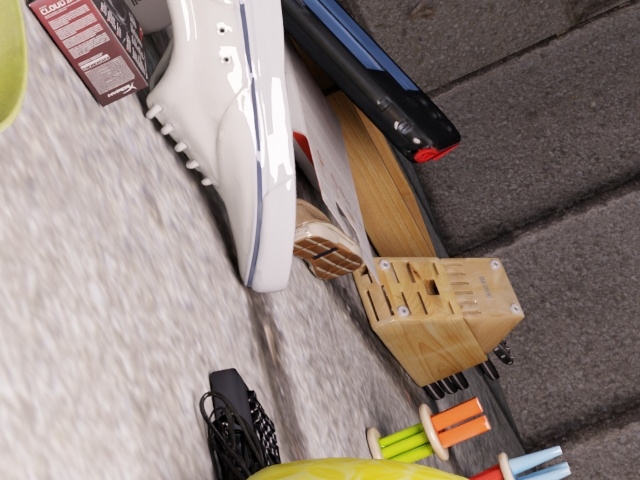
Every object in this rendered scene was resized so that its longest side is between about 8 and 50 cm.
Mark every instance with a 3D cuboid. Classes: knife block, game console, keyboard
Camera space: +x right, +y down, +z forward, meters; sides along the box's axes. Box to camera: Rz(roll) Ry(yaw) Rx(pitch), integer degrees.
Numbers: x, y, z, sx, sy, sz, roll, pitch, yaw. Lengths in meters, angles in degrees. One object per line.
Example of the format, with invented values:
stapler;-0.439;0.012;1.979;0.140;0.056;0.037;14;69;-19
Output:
knife block;0.126;0.123;1.386;0.276;0.242;0.088;1;53;-30
game console;0.002;-0.234;1.209;0.386;0.060;0.342;46;9;3
keyboard;-0.018;0.145;0.556;0.100;0.038;0.192;57;12;-45

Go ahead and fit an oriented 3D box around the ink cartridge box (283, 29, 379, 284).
ink cartridge box;-0.011;-0.083;1.170;0.189;0.066;0.232;54;23;-54

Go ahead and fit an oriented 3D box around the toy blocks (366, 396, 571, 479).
toy blocks;0.123;0.181;0.927;0.054;0.148;0.123;58;13;-45

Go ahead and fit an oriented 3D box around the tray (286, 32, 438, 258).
tray;0.056;-0.115;1.558;0.411;0.076;0.202;59;11;-45

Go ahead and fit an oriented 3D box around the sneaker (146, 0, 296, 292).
sneaker;-0.066;-0.086;0.729;0.094;0.091;0.258;-104;-171;-70

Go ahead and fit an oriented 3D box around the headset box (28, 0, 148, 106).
headset box;-0.129;-0.126;0.617;0.083;0.032;0.062;57;12;-42

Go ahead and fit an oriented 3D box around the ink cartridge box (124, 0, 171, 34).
ink cartridge box;-0.066;-0.277;0.844;0.273;0.198;0.114;-96;160;-64

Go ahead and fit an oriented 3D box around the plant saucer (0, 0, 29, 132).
plant saucer;-0.175;-0.135;0.355;0.241;0.037;0.241;-24;90;-82

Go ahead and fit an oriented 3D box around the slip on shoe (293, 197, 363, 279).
slip on shoe;0.000;0.000;1.009;0.135;0.051;0.041;31;38;-61

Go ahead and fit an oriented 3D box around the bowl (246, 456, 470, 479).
bowl;0.081;0.216;0.444;0.289;0.156;0.289;-17;90;-76
